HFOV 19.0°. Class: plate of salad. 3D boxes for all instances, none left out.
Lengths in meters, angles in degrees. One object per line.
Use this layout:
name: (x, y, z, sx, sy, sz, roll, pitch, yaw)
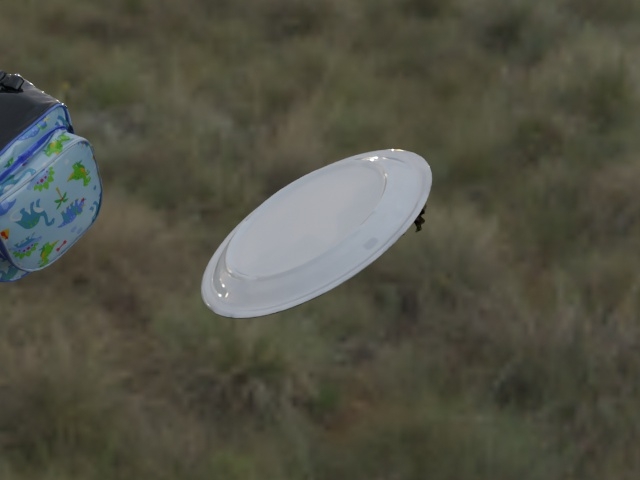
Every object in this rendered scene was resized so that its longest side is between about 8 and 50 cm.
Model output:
plate of salad: (0.000, 0.000, 1.455, 0.200, 0.048, 0.200, -25, 25, 13)

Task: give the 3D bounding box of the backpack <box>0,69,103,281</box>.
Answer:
backpack: (-0.189, -0.029, 1.193, 0.084, 0.114, 0.105, 36, 67, 26)
